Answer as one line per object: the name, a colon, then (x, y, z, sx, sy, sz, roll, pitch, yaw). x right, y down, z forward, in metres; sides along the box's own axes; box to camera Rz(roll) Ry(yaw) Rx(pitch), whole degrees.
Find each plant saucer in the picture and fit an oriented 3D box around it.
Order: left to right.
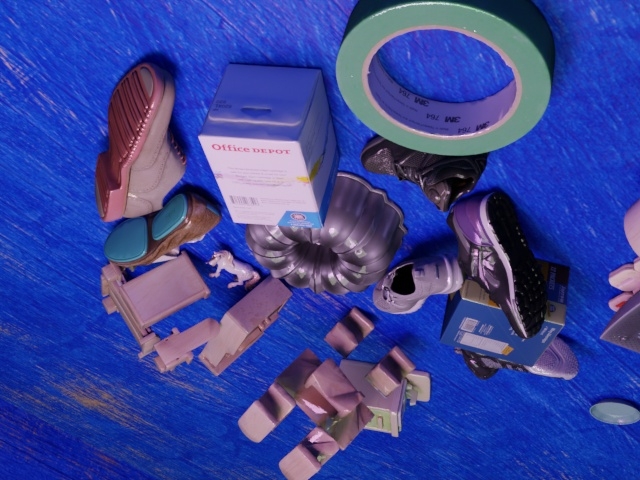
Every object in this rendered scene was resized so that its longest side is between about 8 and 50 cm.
plant saucer: (0.718, 0.413, 2.199, 0.119, 0.021, 0.119, 11, 148, 7)

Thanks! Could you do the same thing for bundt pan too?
bundt pan: (0.000, 0.000, 1.785, 0.331, 0.124, 0.330, 10, 147, 7)

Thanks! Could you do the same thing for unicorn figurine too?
unicorn figurine: (-0.206, 0.060, 2.029, 0.162, 0.060, 0.111, 14, 151, -29)

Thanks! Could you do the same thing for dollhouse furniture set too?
dollhouse furniture set: (-0.375, 0.180, 2.157, 0.303, 0.174, 0.355, 57, 158, 11)
dollhouse furniture set: (-0.064, 0.313, 2.087, 0.394, 0.362, 0.256, 45, 145, 6)

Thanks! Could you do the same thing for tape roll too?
tape roll: (0.186, -0.259, 1.361, 0.321, 0.077, 0.321, 11, 147, 7)

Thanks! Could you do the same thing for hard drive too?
hard drive: (0.663, 0.144, 1.705, 0.172, 0.054, 0.254, 20, 147, -6)

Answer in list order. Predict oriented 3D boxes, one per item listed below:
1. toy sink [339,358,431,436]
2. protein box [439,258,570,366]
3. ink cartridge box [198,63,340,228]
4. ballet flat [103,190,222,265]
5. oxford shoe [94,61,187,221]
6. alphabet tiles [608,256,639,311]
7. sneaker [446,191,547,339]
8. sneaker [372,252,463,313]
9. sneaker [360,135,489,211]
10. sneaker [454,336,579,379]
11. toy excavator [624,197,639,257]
toy sink: (0.159, 0.413, 2.330, 0.234, 0.131, 0.152, 8, 147, 11)
protein box: (0.367, 0.133, 1.818, 0.201, 0.135, 0.199, 14, 147, 2)
ink cartridge box: (-0.077, -0.158, 1.535, 0.171, 0.168, 0.232, 5, 146, 14)
ballet flat: (-0.330, -0.013, 1.938, 0.124, 0.116, 0.342, 17, 149, -39)
oxford shoe: (-0.317, -0.182, 1.675, 0.147, 0.140, 0.397, -5, 151, -28)
alphabet tiles: (0.708, 0.101, 1.735, 0.284, 0.021, 0.278, 24, 146, -13)
sneaker: (0.325, 0.049, 1.678, 0.124, 0.107, 0.283, -11, 103, 46)
sneaker: (0.166, 0.080, 1.809, 0.115, 0.105, 0.281, 0, 162, -25)
sneaker: (0.166, -0.118, 1.534, 0.228, 0.130, 0.087, 3, 144, 22)
sneaker: (0.432, 0.259, 2.021, 0.269, 0.101, 0.153, 20, 148, 5)
toy excavator: (0.770, 0.067, 1.503, 0.433, 0.445, 0.222, -18, 157, -26)
